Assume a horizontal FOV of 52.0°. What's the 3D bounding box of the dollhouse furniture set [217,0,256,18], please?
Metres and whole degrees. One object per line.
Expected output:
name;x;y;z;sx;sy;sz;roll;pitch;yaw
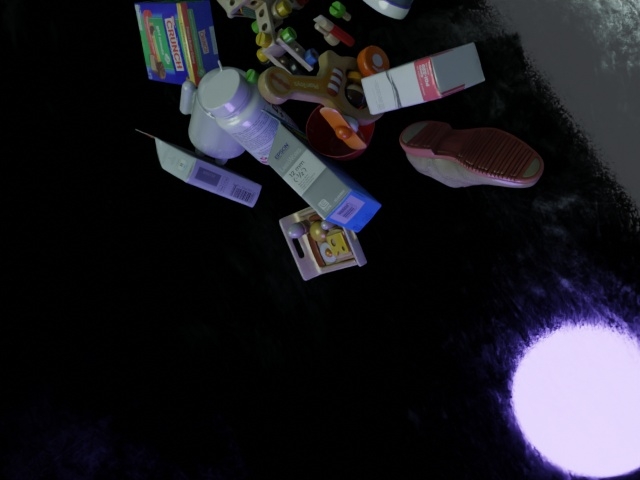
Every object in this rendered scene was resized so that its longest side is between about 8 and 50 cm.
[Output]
dollhouse furniture set;-0.236;-0.757;1.800;0.301;0.198;0.151;51;127;15

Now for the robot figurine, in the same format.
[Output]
robot figurine;-0.301;-0.399;2.071;0.300;0.199;0.353;21;139;-5

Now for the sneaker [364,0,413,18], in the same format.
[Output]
sneaker;0.129;-0.664;1.437;0.322;0.130;0.236;50;133;28

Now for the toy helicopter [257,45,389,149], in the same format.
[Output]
toy helicopter;0.012;-0.341;1.564;0.140;0.355;0.234;-16;80;54

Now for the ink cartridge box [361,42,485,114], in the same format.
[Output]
ink cartridge box;0.223;-0.355;1.453;0.218;0.159;0.092;-4;108;53

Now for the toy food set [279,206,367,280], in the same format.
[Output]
toy food set;0.000;0.000;2.015;0.306;0.092;0.219;-18;96;55

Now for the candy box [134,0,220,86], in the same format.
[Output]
candy box;-0.480;-0.667;2.209;0.317;0.122;0.268;20;125;44

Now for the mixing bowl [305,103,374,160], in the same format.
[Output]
mixing bowl;0.062;-0.278;1.728;0.181;0.181;0.098;46;176;25

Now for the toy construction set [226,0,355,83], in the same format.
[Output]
toy construction set;-0.098;-0.548;1.637;0.309;0.237;0.257;9;84;39

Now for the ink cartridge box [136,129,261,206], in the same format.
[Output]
ink cartridge box;-0.432;-0.250;2.247;0.385;0.308;0.091;27;96;40

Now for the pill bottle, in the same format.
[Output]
pill bottle;-0.199;-0.352;1.881;0.160;0.160;0.283;28;173;41

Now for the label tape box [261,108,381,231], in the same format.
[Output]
label tape box;-0.021;-0.186;1.774;0.348;0.249;0.115;44;101;21

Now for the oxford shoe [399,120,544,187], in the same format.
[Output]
oxford shoe;0.343;-0.176;1.477;0.348;0.123;0.130;27;156;40
